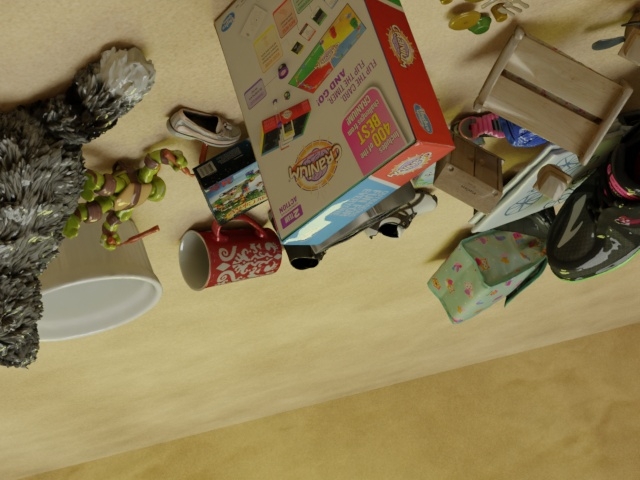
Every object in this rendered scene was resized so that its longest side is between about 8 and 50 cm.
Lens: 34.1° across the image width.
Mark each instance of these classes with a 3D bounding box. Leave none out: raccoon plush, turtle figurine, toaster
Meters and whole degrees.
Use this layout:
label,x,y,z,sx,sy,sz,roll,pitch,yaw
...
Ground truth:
label,x,y,z,sx,sy,sz,roll,pitch,yaw
raccoon plush,-0.378,-0.023,1.347,0.216,0.299,0.446,4,150,-46
turtle figurine,-0.294,-0.082,1.575,0.269,0.087,0.217,-45,164,29
toaster,0.051,-0.071,1.800,0.168,0.110,0.185,-34,173,35

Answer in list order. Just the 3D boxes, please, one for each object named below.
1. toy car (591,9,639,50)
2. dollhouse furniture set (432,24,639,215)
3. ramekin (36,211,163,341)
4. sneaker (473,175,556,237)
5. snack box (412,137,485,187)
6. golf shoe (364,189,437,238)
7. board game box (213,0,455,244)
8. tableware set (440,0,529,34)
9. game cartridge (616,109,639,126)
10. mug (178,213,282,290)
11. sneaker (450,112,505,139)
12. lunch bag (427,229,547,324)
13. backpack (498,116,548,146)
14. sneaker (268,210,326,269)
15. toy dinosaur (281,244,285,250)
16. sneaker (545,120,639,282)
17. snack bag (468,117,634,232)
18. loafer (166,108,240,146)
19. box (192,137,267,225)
label,x,y,z,sx,sy,sz,roll,pitch,yaw
toy car,0.529,-0.306,1.629,0.188,0.149,0.155,3,164,-21
dollhouse furniture set,0.298,-0.243,1.648,0.355,0.303,0.174,-61,-176,24
ramekin,-0.419,0.061,1.778,0.277,0.135,0.277,-16,161,-6
sneaker,0.421,-0.063,2.245,0.130,0.109,0.286,-18,156,30
snack box,0.231,-0.151,1.911,0.100,0.037,0.141,-10,159,-17
golf shoe,0.153,-0.044,2.050,0.198,0.094,0.077,-8,157,-29
board game box,0.004,-0.187,1.212,0.064,0.316,0.242,2,153,-43
tableware set,0.215,-0.329,1.452,0.104,0.024,0.154,-27,160,33
game cartridge,0.658,-0.206,2.109,0.297,0.062,0.198,-12,164,-15
mug,-0.156,0.022,1.941,0.169,0.113,0.150,-6,159,-37
sneaker,0.279,-0.198,1.835,0.119,0.047,0.057,-4,178,-31
lunch bag,0.421,0.065,2.481,0.262,0.160,0.223,-20,160,-29
backpack,0.359,-0.215,1.770,0.101,0.098,0.120,-2,164,-40
sneaker,0.000,0.000,1.996,0.222,0.118,0.083,2,152,-43
toy dinosaur,-0.105,0.028,2.109,0.092,0.053,0.183,-21,175,-41
sneaker,0.548,-0.105,1.857,0.202,0.185,0.483,-2,142,-40
snack bag,0.483,-0.136,1.984,0.342,0.037,0.323,-18,161,-27
loafer,-0.164,-0.167,1.529,0.125,0.045,0.039,4,144,-41
box,-0.078,-0.121,1.643,0.233,0.044,0.159,-30,161,-7
